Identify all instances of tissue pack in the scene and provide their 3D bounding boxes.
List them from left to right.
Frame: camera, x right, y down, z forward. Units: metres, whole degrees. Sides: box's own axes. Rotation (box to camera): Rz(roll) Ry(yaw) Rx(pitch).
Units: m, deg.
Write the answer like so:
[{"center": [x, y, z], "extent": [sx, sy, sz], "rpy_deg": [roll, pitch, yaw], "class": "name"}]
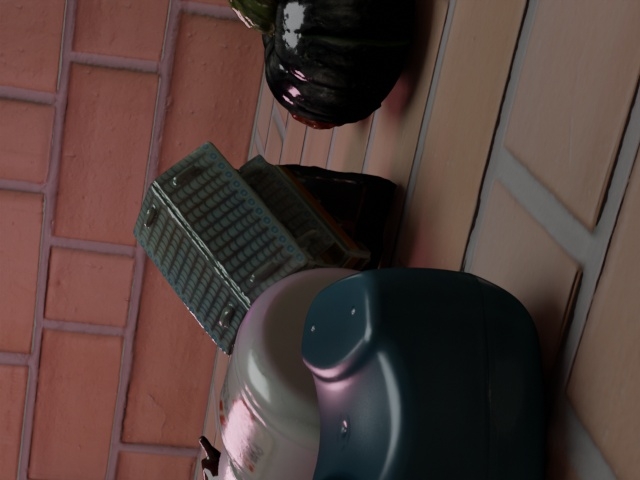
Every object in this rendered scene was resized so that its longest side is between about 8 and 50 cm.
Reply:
[{"center": [0.095, 0.174, 0.948], "extent": [0.198, 0.206, 0.288], "rpy_deg": [144, 131, -63], "class": "tissue pack"}]

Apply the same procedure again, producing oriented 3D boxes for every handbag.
[{"center": [0.000, 0.000, 1.537], "extent": [0.155, 0.169, 0.215], "rpy_deg": [2, -79, -58], "class": "handbag"}]

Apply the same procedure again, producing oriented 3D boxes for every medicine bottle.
[{"center": [0.000, 0.206, 1.262], "extent": [0.302, 0.241, 0.241], "rpy_deg": [109, 164, -46], "class": "medicine bottle"}]

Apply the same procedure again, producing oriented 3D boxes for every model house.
[{"center": [-0.089, 0.016, 1.371], "extent": [0.198, 0.215, 0.224], "rpy_deg": [-49, 62, 19], "class": "model house"}]

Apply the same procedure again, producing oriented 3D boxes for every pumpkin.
[{"center": [-0.006, -0.308, 1.537], "extent": [0.296, 0.295, 0.296], "rpy_deg": [-173, 90, -79], "class": "pumpkin"}]

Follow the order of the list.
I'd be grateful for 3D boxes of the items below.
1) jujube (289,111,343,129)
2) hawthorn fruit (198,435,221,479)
[{"center": [0.005, -0.273, 1.799], "extent": [0.230, 0.155, 0.155], "rpy_deg": [-90, 10, -70], "class": "jujube"}, {"center": [-0.064, 0.330, 1.485], "extent": [0.208, 0.248, 0.208], "rpy_deg": [-53, 23, 34], "class": "hawthorn fruit"}]
